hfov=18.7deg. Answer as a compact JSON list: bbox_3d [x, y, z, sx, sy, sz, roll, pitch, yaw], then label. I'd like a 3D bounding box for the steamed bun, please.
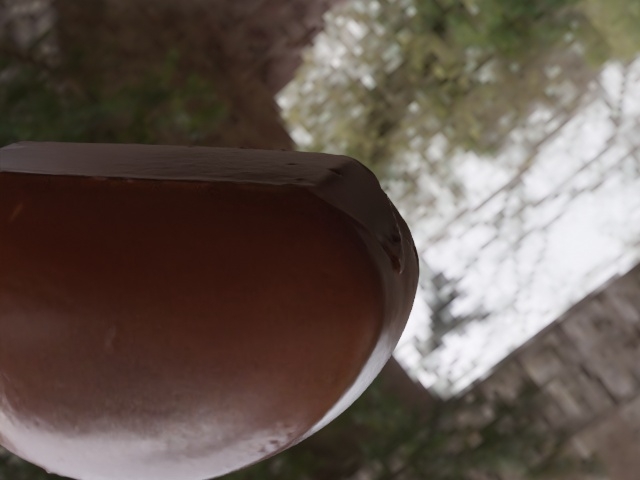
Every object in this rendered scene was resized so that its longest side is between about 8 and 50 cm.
[{"bbox_3d":[-0.120,0.060,1.502,0.235,0.379,0.248,-35,-52,-74],"label":"steamed bun"}]
